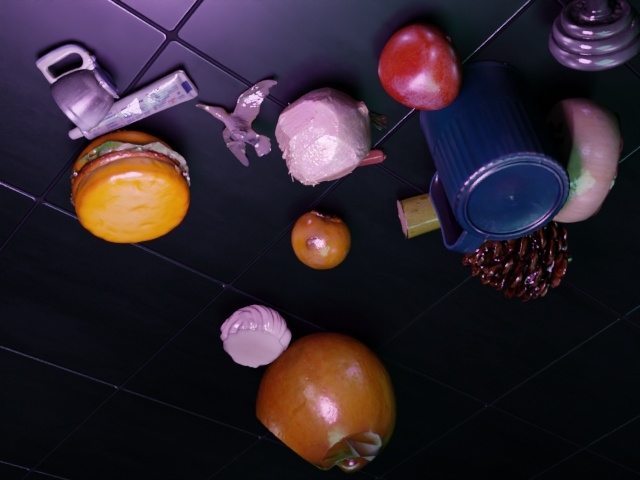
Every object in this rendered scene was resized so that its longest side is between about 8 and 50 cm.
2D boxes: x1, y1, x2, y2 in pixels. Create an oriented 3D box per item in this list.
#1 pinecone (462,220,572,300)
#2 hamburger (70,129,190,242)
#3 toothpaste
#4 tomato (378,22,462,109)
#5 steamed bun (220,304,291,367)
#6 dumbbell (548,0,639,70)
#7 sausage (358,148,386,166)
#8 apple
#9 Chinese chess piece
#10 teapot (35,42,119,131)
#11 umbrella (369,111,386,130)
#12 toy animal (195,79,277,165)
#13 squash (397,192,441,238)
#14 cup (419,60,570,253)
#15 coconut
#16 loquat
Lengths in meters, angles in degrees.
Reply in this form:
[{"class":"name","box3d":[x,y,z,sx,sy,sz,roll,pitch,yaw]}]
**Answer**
[{"class":"pinecone","box3d":[0.456,0.027,1.941,0.272,0.224,0.224,11,132,-14]},{"class":"hamburger","box3d":[-0.381,-0.121,1.680,0.246,0.170,0.246,-13,143,-10]},{"class":"toothpaste","box3d":[-0.371,-0.257,1.634,0.268,0.047,0.069,-21,116,9]},{"class":"tomato","box3d":[0.194,-0.320,1.592,0.167,0.167,0.167,-5,136,-5]},{"class":"steamed bun","box3d":[-0.166,0.231,2.120,0.183,0.106,0.183,0,131,0]},{"class":"dumbbell","box3d":[0.484,-0.471,1.466,0.179,0.179,0.406,-15,135,6]},{"class":"sausage","box3d":[0.069,-0.171,1.802,0.147,0.035,0.030,-12,167,0]},{"class":"apple","box3d":[0.023,0.438,2.172,0.374,0.374,0.384,8,129,-17]},{"class":"Chinese chess piece","box3d":[0.518,-0.165,1.723,0.104,0.257,0.257,12,133,-5]},{"class":"teapot","box3d":[-0.443,-0.290,1.570,0.108,0.149,0.111,-35,170,5]},{"class":"umbrella","box3d":[0.109,-0.253,1.738,0.083,0.020,0.031,30,123,-27]},{"class":"toy animal","box3d":[-0.169,-0.231,1.660,0.155,0.095,0.219,12,131,-26]},{"class":"squash","box3d":[0.273,-0.070,1.904,0.188,0.095,0.095,-15,136,-1]},{"class":"cup","box3d":[0.320,-0.158,1.673,0.308,0.292,0.242,-33,131,21]},{"class":"coconut","box3d":[0.015,-0.212,1.652,0.194,0.194,0.194,-5,136,-5]},{"class":"loquat","box3d":[0.000,0.000,1.895,0.141,0.141,0.141,-5,136,-5]}]
